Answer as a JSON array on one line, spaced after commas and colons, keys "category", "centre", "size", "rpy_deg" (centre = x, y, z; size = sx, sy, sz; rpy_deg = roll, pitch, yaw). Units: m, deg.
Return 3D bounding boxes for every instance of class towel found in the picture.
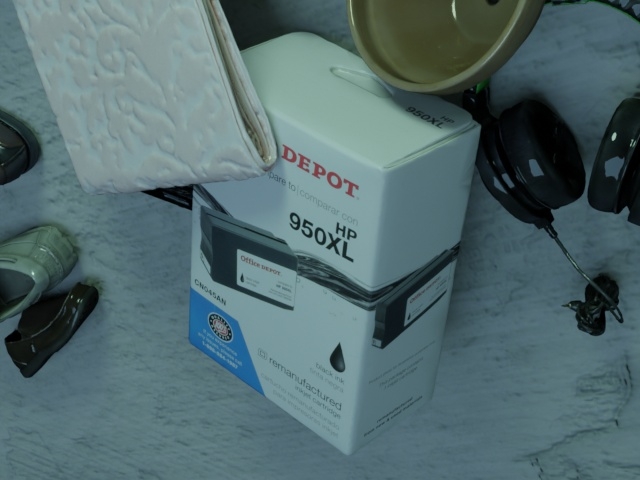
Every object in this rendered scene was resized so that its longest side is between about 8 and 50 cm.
[{"category": "towel", "centre": [-0.207, -0.207, 1.308], "size": [0.332, 0.053, 0.317], "rpy_deg": [-3, 110, 48]}]

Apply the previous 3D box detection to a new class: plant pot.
[{"category": "plant pot", "centre": [0.147, -0.258, 1.212], "size": [0.237, 0.110, 0.237], "rpy_deg": [-7, 80, 42]}]

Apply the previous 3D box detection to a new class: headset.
[{"category": "headset", "centre": [0.292, -0.089, 1.308], "size": [0.243, 0.185, 0.394], "rpy_deg": [1, 107, 26]}]

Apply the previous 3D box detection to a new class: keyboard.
[{"category": "keyboard", "centre": [-0.180, -0.071, 1.534], "size": [0.192, 0.038, 0.100], "rpy_deg": [19, 167, 8]}]

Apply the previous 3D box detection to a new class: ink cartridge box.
[{"category": "ink cartridge box", "centre": [0.000, 0.000, 1.378], "size": [0.285, 0.166, 0.395], "rpy_deg": [31, 132, 32]}]

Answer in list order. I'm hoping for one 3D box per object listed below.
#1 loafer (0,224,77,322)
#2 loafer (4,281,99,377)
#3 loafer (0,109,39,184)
[{"category": "loafer", "centre": [-0.485, 0.071, 1.705], "size": [0.319, 0.111, 0.112], "rpy_deg": [-26, 109, 32]}, {"category": "loafer", "centre": [-0.398, 0.122, 1.725], "size": [0.078, 0.080, 0.220], "rpy_deg": [41, 127, -8]}, {"category": "loafer", "centre": [-0.524, -0.159, 1.581], "size": [0.302, 0.095, 0.109], "rpy_deg": [24, 127, 5]}]
